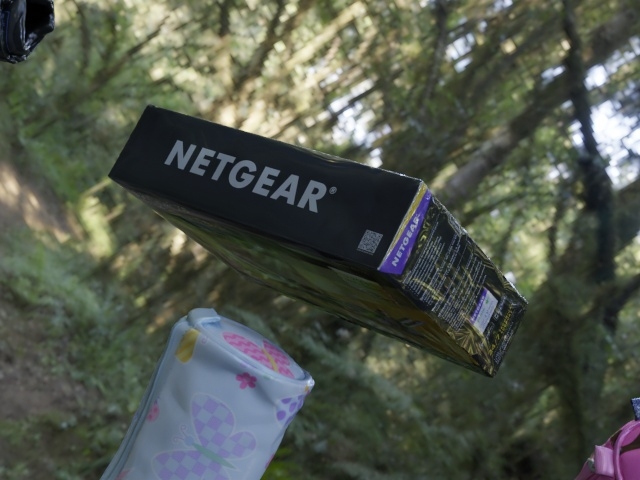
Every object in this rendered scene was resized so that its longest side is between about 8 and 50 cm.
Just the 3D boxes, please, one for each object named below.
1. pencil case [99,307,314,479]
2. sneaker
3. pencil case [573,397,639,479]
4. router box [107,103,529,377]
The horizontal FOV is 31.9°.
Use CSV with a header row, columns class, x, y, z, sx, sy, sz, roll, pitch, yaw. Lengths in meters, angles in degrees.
class,x,y,z,sx,sy,sz,roll,pitch,yaw
pencil case,-0.119,0.190,0.900,0.124,0.273,0.113,31,5,-4
sneaker,-0.251,-0.152,0.781,0.084,0.152,0.058,16,-64,27
pencil case,0.243,0.208,0.900,0.209,0.098,0.095,96,-10,-59
router box,0.000,0.000,0.990,0.309,0.081,0.243,19,-14,37
